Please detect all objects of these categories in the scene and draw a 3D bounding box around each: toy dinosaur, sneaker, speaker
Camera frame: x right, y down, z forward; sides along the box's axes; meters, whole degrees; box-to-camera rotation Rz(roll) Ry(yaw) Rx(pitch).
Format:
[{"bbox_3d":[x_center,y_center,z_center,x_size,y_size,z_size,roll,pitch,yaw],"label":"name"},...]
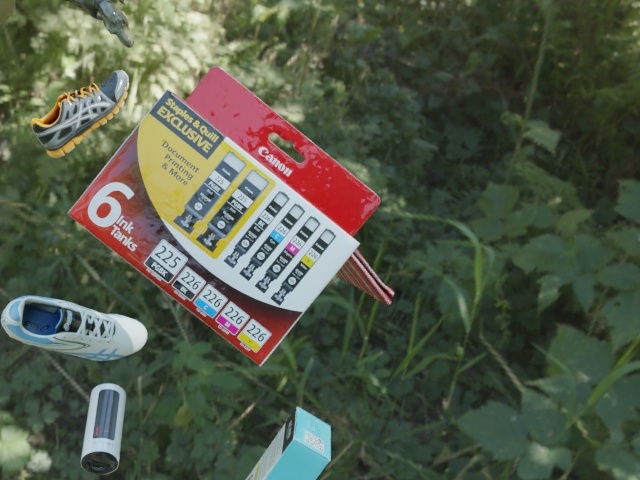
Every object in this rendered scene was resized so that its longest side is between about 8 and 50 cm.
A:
[{"bbox_3d":[-0.332,-0.345,1.151,0.268,0.064,0.118,31,20,13],"label":"toy dinosaur"},{"bbox_3d":[-0.454,-0.253,1.622,0.215,0.083,0.084,-45,39,-7],"label":"sneaker"},{"bbox_3d":[-0.325,0.282,1.282,0.055,0.055,0.136,11,35,-14],"label":"speaker"},{"bbox_3d":[-0.390,0.143,1.377,0.237,0.086,0.085,14,71,-29],"label":"sneaker"}]

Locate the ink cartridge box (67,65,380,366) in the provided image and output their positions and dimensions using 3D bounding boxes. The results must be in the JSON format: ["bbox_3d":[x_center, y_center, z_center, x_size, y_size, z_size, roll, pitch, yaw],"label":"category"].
[{"bbox_3d":[-0.112,-0.044,1.114,0.309,0.272,0.130,38,1,-3],"label":"ink cartridge box"}]

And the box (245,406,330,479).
[{"bbox_3d":[-0.075,0.360,1.196,0.060,0.244,0.100,32,13,-7],"label":"box"}]

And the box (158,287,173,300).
[{"bbox_3d":[-0.261,-0.065,1.677,0.242,0.077,0.307,57,40,-13],"label":"box"}]

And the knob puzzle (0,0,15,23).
[{"bbox_3d":[-0.492,-0.326,1.129,0.213,0.213,0.030,-24,65,-40],"label":"knob puzzle"}]

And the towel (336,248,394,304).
[{"bbox_3d":[0.000,0.000,1.478,0.031,0.199,0.275,-48,40,-10],"label":"towel"}]
